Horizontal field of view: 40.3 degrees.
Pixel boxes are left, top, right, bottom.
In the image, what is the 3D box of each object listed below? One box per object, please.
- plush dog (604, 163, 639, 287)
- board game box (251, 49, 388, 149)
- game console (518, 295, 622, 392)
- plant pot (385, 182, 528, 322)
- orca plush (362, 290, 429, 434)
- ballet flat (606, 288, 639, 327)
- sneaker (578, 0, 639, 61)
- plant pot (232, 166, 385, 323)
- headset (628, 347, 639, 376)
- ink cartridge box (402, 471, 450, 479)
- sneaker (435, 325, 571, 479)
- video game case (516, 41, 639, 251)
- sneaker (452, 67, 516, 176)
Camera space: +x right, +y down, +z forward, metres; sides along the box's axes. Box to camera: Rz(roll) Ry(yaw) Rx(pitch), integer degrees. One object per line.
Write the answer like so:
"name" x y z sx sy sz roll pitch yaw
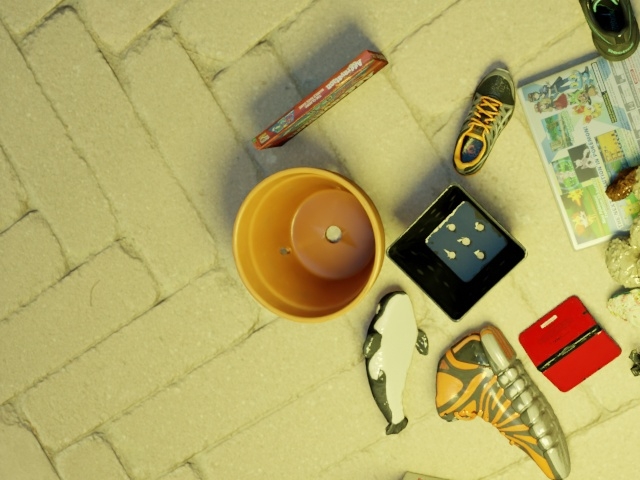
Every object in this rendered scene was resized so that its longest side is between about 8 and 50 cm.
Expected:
"plush dog" 0.612 -0.049 1.495 0.263 0.210 0.225 -10 79 17
"board game box" 0.001 -0.270 1.694 0.281 0.145 0.027 -36 89 18
"game console" 0.479 0.201 1.683 0.144 0.085 0.124 -40 54 17
"plant pot" 0.265 0.013 1.642 0.188 0.167 0.187 45 107 7
"orca plush" 0.137 0.239 1.772 0.151 0.102 0.287 -20 106 -26
"ballet flat" 0.606 0.120 1.543 0.241 0.091 0.077 -24 46 52
"sneaker" 0.495 -0.451 1.531 0.101 0.106 0.267 -22 79 20
"plant pot" 0.000 0.000 1.698 0.291 0.203 0.290 2 97 18
"headset" 0.761 0.181 1.556 0.394 0.185 0.243 -19 87 3
"ink cartridge box" 0.313 0.589 1.645 0.385 0.279 0.160 6 98 16
"sneaker" 0.342 0.340 1.699 0.180 0.125 0.321 -34 76 22
"video game case" 0.556 -0.179 1.598 0.300 0.036 0.329 -19 92 18
"sneaker" 0.307 -0.219 1.642 0.084 0.083 0.214 21 101 15
